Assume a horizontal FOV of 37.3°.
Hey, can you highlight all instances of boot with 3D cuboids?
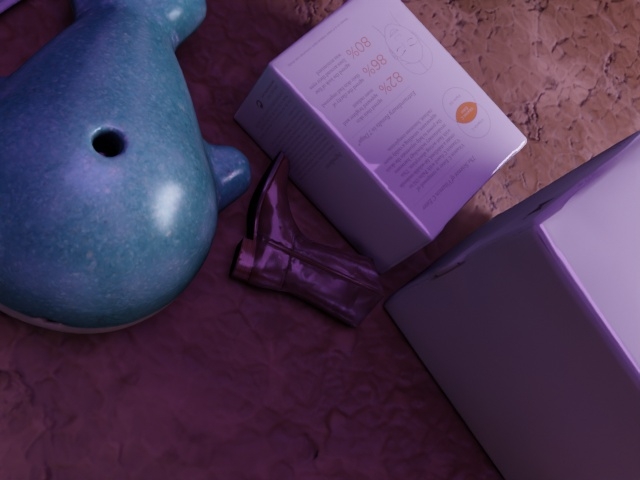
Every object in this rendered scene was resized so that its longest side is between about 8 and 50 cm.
[{"bbox_3d":[0.000,0.000,0.705,0.114,0.037,0.107,20,79,-12],"label":"boot"}]

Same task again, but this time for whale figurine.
[{"bbox_3d":[-0.139,-0.079,0.614,0.216,0.141,0.272,18,66,-17],"label":"whale figurine"}]

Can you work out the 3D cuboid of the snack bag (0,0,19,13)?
[{"bbox_3d":[-0.316,-0.309,0.676,0.342,0.037,0.323,45,61,-4],"label":"snack bag"}]

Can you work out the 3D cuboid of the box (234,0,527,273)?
[{"bbox_3d":[0.045,-0.085,0.722,0.170,0.091,0.130,48,61,-2],"label":"box"}]

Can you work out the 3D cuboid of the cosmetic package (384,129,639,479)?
[{"bbox_3d":[0.242,0.136,0.665,0.156,0.217,0.385,-33,89,-28],"label":"cosmetic package"}]
